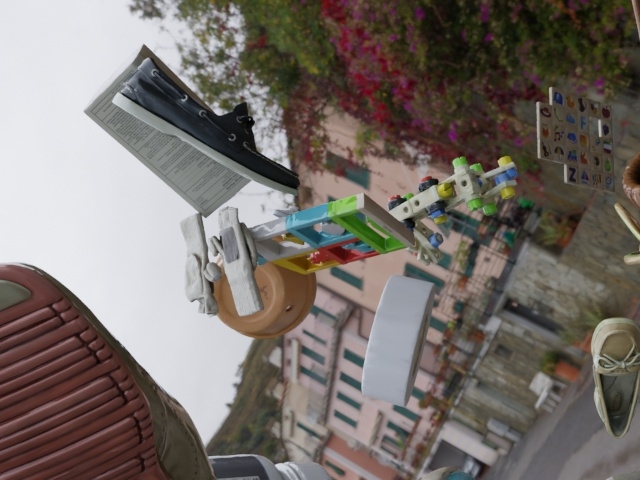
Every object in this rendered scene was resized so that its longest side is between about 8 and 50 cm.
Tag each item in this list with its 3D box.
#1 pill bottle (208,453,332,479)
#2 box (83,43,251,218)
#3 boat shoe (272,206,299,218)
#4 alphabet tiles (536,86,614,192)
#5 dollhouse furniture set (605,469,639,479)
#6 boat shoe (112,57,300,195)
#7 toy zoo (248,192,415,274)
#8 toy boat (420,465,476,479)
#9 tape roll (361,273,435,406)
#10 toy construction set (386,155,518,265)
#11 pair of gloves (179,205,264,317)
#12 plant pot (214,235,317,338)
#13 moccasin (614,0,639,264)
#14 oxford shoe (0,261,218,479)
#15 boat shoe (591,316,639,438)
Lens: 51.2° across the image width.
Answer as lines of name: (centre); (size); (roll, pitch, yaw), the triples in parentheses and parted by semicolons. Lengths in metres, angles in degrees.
pill bottle: (-0.164, 0.418, 0.965); (0.360, 0.204, 0.204); (8, -65, -29)
box: (-0.279, -0.206, 1.292); (0.148, 0.311, 0.121); (-36, 28, 17)
boat shoe: (-0.063, -0.062, 1.566); (0.035, 0.100, 0.035); (158, 125, -73)
alphabet tiles: (0.540, -0.212, 1.408); (0.009, 0.237, 0.199); (-12, 74, 58)
dollhouse furniture set: (0.427, 0.308, 0.756); (0.128, 0.129, 0.184); (-5, -36, -20)
boat shoe: (-0.168, -0.192, 1.122); (0.113, 0.340, 0.127); (-62, 7, 2)
toy zoo: (0.000, 0.000, 1.228); (0.192, 0.293, 0.030); (32, -130, -49)
toy boat: (0.170, 0.442, 0.813); (0.318, 0.148, 0.268); (-11, -90, -66)
tape roll: (0.178, 0.221, 1.500); (0.286, 0.100, 0.286); (12, -90, -76)
toy construction set: (0.284, -0.076, 1.532); (0.215, 0.151, 0.328); (-6, -31, -41)
pair of gloves: (-0.198, 0.044, 1.249); (0.042, 0.240, 0.204); (-8, -89, -40)
plant pot: (-0.168, 0.125, 1.752); (0.291, 0.290, 0.203); (-65, -8, 6)
moccasin: (0.258, -0.043, 0.437); (0.139, 0.146, 0.380); (-78, -23, -70)
oxford shoe: (-0.195, 0.172, 0.602); (0.146, 0.140, 0.397); (-109, 0, -62)
boat shoe: (0.327, 0.150, 0.732); (0.048, 0.056, 0.153); (-75, -20, -53)
